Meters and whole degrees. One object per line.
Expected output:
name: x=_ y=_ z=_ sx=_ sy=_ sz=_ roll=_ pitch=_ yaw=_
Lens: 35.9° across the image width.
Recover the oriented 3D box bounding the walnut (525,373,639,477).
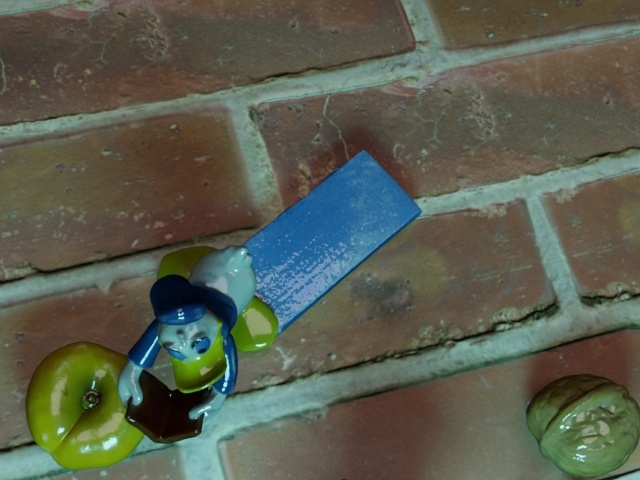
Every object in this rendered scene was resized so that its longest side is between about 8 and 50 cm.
walnut: x=0.388 y=0.268 z=1.445 sx=0.166 sy=0.149 sz=0.166 roll=6 pitch=42 yaw=-5

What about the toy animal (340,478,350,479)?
toy animal: x=0.064 y=0.461 z=1.274 sx=0.206 sy=0.271 sz=0.265 roll=29 pitch=77 yaw=-21

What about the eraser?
eraser: x=0.000 y=0.000 z=1.535 sx=0.312 sy=0.042 sz=0.144 roll=-40 pitch=81 yaw=-20

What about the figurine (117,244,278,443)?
figurine: x=-0.185 y=0.122 z=1.292 sx=0.204 sy=0.338 sz=0.283 roll=25 pitch=80 yaw=5

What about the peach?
peach: x=-0.321 y=0.228 z=1.365 sx=0.179 sy=0.103 sz=0.179 roll=3 pitch=70 yaw=-9
